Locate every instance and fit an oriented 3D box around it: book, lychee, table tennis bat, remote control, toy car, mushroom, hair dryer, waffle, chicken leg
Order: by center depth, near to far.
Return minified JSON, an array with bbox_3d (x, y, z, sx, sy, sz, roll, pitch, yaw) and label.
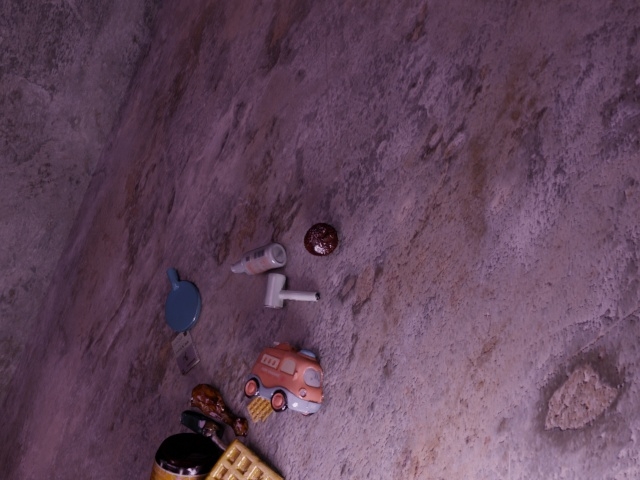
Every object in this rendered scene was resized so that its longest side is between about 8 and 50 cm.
[{"bbox_3d":[-0.273,0.837,1.526,0.248,0.055,0.221,29,67,23],"label":"waffle"},{"bbox_3d":[-0.108,0.462,1.529,0.271,0.180,0.212,9,74,39],"label":"toy car"},{"bbox_3d":[-0.003,-0.002,1.606,0.129,0.123,0.123,2,79,46],"label":"lychee"},{"bbox_3d":[-0.213,0.608,1.656,0.135,0.021,0.092,-51,54,14],"label":"waffle"},{"bbox_3d":[-0.103,0.190,1.661,0.237,0.073,0.131,-1,76,34],"label":"hair dryer"},{"bbox_3d":[-0.371,0.758,1.698,0.187,0.061,0.060,38,80,15],"label":"mushroom"},{"bbox_3d":[-0.387,0.661,1.742,0.304,0.093,0.113,26,111,31],"label":"chicken leg"},{"bbox_3d":[-0.481,0.740,1.804,0.222,0.042,0.072,9,82,33],"label":"remote control"},{"bbox_3d":[-0.597,0.487,1.983,0.127,0.014,0.181,-44,55,19],"label":"book"},{"bbox_3d":[-0.643,0.264,2.059,0.215,0.044,0.329,-40,57,17],"label":"table tennis bat"}]

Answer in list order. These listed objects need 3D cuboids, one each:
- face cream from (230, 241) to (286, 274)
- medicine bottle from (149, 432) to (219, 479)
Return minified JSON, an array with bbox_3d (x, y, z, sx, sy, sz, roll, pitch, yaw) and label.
[{"bbox_3d":[-0.258,0.085,1.783,0.252,0.101,0.101,-19,67,33],"label":"face cream"},{"bbox_3d":[-0.519,0.952,1.668,0.243,0.243,0.394,12,95,38],"label":"medicine bottle"}]
